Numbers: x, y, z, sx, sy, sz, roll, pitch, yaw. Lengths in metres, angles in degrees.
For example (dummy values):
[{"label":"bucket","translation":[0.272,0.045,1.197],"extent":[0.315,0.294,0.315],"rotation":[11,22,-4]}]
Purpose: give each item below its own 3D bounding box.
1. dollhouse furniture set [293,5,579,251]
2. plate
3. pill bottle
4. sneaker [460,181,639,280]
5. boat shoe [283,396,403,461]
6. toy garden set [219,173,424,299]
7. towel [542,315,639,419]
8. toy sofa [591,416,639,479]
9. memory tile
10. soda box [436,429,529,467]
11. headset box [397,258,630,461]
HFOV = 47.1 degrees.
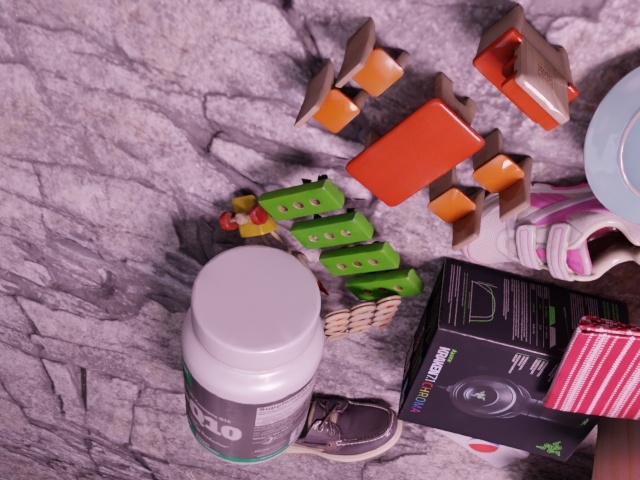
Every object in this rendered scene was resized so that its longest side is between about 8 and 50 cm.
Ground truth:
[{"label":"dollhouse furniture set","translation":[0.137,-0.120,0.794],"extent":[0.262,0.135,0.259],"rotation":[36,133,-19]},{"label":"plate","translation":[0.371,-0.100,0.766],"extent":[0.188,0.024,0.188],"rotation":[-1,114,-3]},{"label":"pill bottle","translation":[-0.104,0.178,1.098],"extent":[0.204,0.204,0.361],"rotation":[14,142,3]},{"label":"sneaker","translation":[0.285,-0.008,0.880],"extent":[0.252,0.111,0.103],"rotation":[-14,129,28]},{"label":"boat shoe","translation":[0.005,0.330,1.317],"extent":[0.285,0.102,0.092],"rotation":[-7,137,31]},{"label":"toy garden set","translation":[0.000,0.000,1.018],"extent":[0.204,0.049,0.244],"rotation":[-9,139,38]},{"label":"towel","translation":[0.427,0.165,0.885],"extent":[0.275,0.031,0.198],"rotation":[5,140,6]},{"label":"toy sofa","translation":[0.468,0.339,0.981],"extent":[0.177,0.362,0.150],"rotation":[-23,95,26]},{"label":"memory tile","translation":[0.059,0.116,1.078],"extent":[0.113,0.012,0.148],"rotation":[-14,161,-5]},{"label":"soda box","translation":[0.249,0.297,1.232],"extent":[0.216,0.069,0.074],"rotation":[34,134,-18]},{"label":"headset box","translation":[0.279,0.182,1.060],"extent":[0.283,0.131,0.246],"rotation":[14,137,1]}]
